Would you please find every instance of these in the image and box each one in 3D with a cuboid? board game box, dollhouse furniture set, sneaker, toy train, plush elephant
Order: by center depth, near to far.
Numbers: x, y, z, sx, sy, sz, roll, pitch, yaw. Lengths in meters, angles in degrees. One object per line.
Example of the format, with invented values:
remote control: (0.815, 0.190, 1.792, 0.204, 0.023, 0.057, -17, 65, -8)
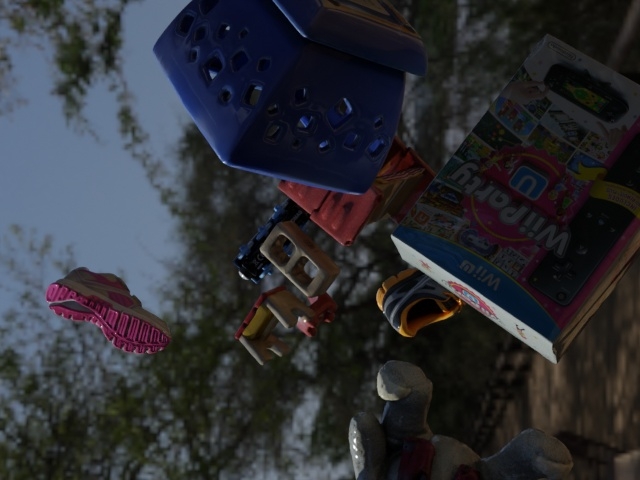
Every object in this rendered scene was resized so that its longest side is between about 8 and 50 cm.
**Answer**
board game box: (0.263, -0.049, 1.291, 0.303, 0.224, 0.097, -52, -22, -8)
plush elephant: (0.115, 0.366, 1.471, 0.255, 0.272, 0.330, -53, -7, -50)
sneaker: (0.179, 0.058, 1.529, 0.084, 0.215, 0.083, 45, -162, -33)
dollhouse furniture set: (0.000, 0.000, 1.825, 0.201, 0.152, 0.374, -16, -34, -57)
toy train: (-0.085, -0.002, 2.120, 0.184, 0.080, 0.105, -49, 4, 1)
sneaker: (-0.395, 0.123, 2.202, 0.103, 0.252, 0.111, -55, 8, 38)

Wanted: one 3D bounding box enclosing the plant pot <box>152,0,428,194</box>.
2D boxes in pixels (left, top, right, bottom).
plant pot: (-0.025, -0.219, 1.363, 0.212, 0.236, 0.236, -56, 48, 24)
